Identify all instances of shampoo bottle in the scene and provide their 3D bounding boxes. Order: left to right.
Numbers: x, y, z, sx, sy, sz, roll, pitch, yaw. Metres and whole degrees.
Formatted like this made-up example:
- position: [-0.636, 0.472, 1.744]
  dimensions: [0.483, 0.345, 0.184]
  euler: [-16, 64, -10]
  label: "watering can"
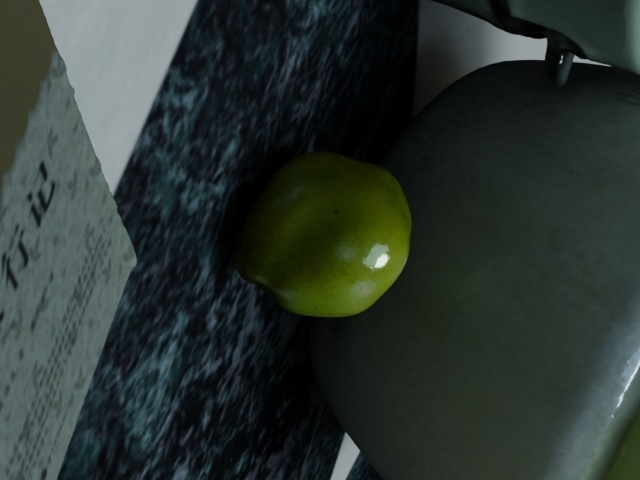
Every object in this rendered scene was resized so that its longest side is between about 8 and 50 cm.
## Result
- position: [0.167, 0.051, 1.097]
  dimensions: [0.322, 0.317, 0.322]
  euler: [-48, 159, -25]
  label: "shampoo bottle"

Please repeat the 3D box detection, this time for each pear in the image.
- position: [0.000, 0.000, 0.934]
  dimensions: [0.097, 0.092, 0.092]
  euler: [-13, 136, -14]
  label: "pear"

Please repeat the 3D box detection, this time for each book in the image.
- position: [-0.134, 0.014, 0.622]
  dimensions: [0.310, 0.021, 0.217]
  euler: [79, 25, -57]
  label: "book"

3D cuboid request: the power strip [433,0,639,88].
- position: [0.171, -0.262, 0.996]
  dimensions: [0.357, 0.161, 0.357]
  euler: [-52, 155, -36]
  label: "power strip"
